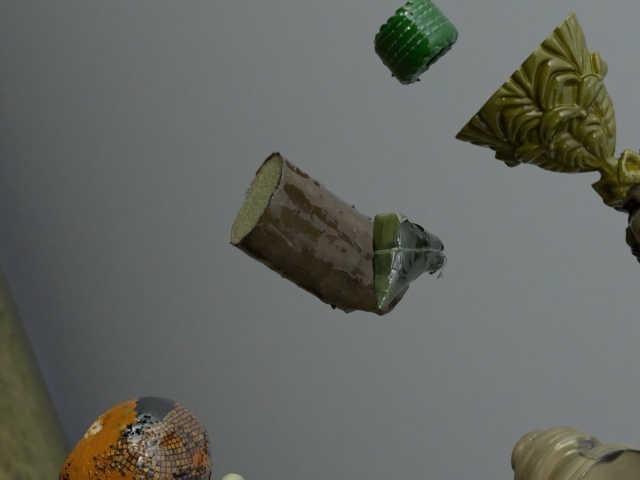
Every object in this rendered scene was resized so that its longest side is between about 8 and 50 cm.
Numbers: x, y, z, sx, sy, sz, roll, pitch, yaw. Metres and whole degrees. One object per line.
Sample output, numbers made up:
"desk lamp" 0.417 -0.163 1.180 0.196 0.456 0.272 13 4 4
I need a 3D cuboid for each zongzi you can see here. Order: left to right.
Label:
"zongzi" 0.100 0.038 1.233 0.055 0.109 0.119 -13 -117 39

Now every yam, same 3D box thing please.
"yam" 0.001 0.001 1.412 0.238 0.129 0.128 31 25 -28

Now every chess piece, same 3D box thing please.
"chess piece" 0.301 0.296 1.347 0.307 0.124 0.139 180 -81 -82

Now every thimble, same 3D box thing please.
"thimble" 0.140 -0.295 1.616 0.090 0.118 0.130 47 -33 3

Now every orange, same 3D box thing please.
"orange" -0.266 0.333 1.582 0.182 0.234 0.234 42 -13 -10

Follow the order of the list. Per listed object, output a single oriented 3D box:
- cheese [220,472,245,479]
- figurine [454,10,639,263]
"cheese" -0.176 0.535 1.901 0.127 0.054 0.252 63 32 -31
"figurine" 0.337 -0.085 1.257 0.315 0.187 0.168 43 -8 2
